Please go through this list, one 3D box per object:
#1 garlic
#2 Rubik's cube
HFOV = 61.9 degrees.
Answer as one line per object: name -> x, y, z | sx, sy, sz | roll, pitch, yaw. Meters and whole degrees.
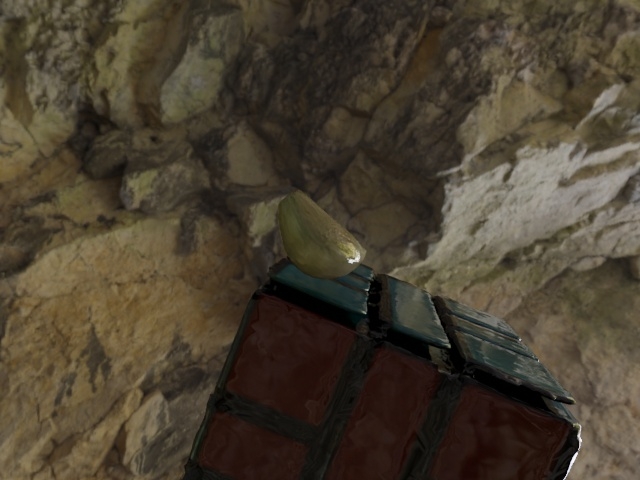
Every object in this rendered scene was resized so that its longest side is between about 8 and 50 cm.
garlic -> 0.000, 0.000, 0.400 | 0.083, 0.041, 0.053 | 45, -136, -21
Rubik's cube -> 0.043, 0.190, 0.545 | 0.283, 0.293, 0.288 | 24, -171, 5
